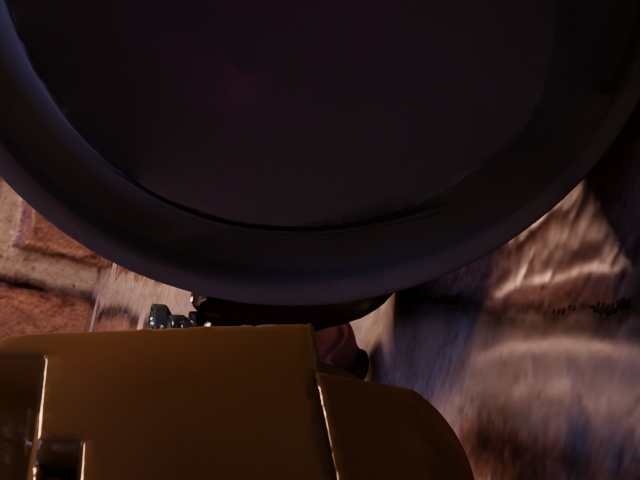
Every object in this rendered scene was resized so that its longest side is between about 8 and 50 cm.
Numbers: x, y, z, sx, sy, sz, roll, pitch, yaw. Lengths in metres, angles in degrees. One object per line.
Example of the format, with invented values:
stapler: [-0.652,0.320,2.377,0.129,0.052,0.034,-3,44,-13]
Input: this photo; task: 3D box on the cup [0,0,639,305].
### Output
cup: [-0.013,-0.161,0.727,0.371,0.253,0.253,-95,20,-64]

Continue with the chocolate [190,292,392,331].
chocolate: [0.000,0.000,0.895,0.125,0.080,0.148,-60,21,9]

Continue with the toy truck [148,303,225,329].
toy truck: [-0.065,0.102,1.150,0.178,0.080,0.115,-161,73,-77]

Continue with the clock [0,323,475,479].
clock: [-0.043,0.214,0.679,0.244,0.200,0.317,-96,12,-65]

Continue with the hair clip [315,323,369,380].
hair clip: [-0.024,0.093,0.884,0.138,0.123,0.102,167,86,-83]
